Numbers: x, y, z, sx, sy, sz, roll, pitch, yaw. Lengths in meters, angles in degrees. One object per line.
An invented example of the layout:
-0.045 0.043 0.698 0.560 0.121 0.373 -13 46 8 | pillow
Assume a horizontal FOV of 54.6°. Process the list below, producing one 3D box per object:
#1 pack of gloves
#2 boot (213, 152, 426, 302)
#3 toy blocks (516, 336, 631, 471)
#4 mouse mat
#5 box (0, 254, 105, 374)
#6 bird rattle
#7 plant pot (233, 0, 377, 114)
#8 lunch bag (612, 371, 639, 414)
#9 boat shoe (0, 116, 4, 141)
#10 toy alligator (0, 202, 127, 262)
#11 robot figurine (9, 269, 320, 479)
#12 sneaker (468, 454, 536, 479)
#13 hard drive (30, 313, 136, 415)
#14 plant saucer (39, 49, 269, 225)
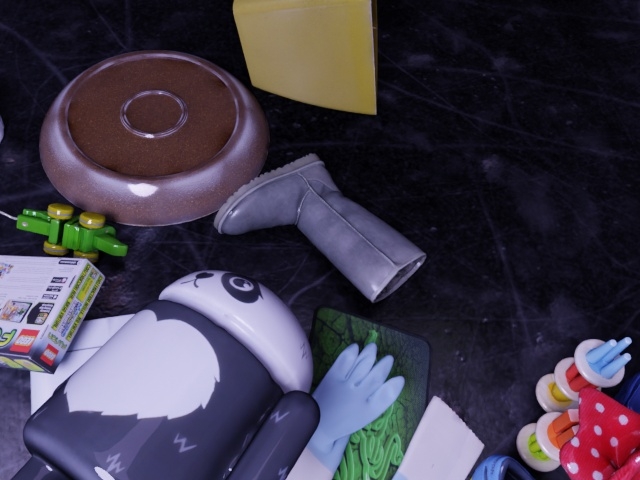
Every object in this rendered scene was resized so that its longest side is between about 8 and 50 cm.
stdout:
0.039 0.232 0.615 0.195 0.046 0.232 47 58 -10 | pack of gloves
0.000 0.000 0.767 0.190 0.076 0.208 -33 74 -22 | boot
0.266 0.166 0.642 0.054 0.148 0.123 28 58 11 | toy blocks
0.049 0.171 0.672 0.153 0.007 0.189 20 57 -13 | mouse mat
-0.336 0.070 0.640 0.207 0.036 0.114 2 54 24 | box
0.293 0.256 0.532 0.143 0.253 0.206 4 69 42 | bird rattle
-0.014 -0.325 0.896 0.187 0.212 0.212 0 57 7 | plant pot
0.370 0.188 0.691 0.067 0.065 0.098 39 60 16 | lunch bag
-0.514 -0.091 0.729 0.108 0.102 0.301 34 59 14 | boat shoe
-0.314 -0.018 0.743 0.190 0.056 0.051 15 15 3 | toy alligator
-0.126 0.148 0.520 0.209 0.173 0.278 38 56 6 | robot figurine
0.223 0.302 0.591 0.069 0.082 0.209 -25 66 -24 | sneaker
-0.147 0.233 0.594 0.233 0.047 0.353 -6 59 -18 | hard drive
-0.224 -0.160 0.846 0.311 0.050 0.310 3 57 -5 | plant saucer
